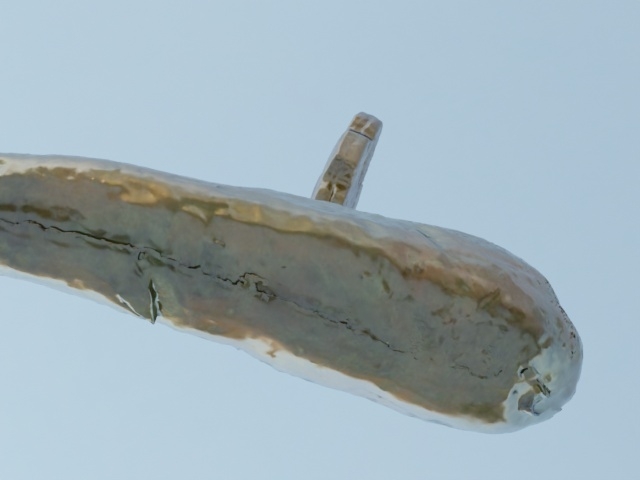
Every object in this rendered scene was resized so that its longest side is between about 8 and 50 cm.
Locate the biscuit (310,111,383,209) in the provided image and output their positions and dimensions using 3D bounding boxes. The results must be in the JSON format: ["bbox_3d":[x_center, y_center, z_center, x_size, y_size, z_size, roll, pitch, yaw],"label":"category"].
[{"bbox_3d":[0.000,0.000,0.915,0.019,0.119,0.130,20,-49,5],"label":"biscuit"}]

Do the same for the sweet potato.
[{"bbox_3d":[-0.024,0.014,0.691,0.273,0.075,0.075,15,-65,-12],"label":"sweet potato"}]
